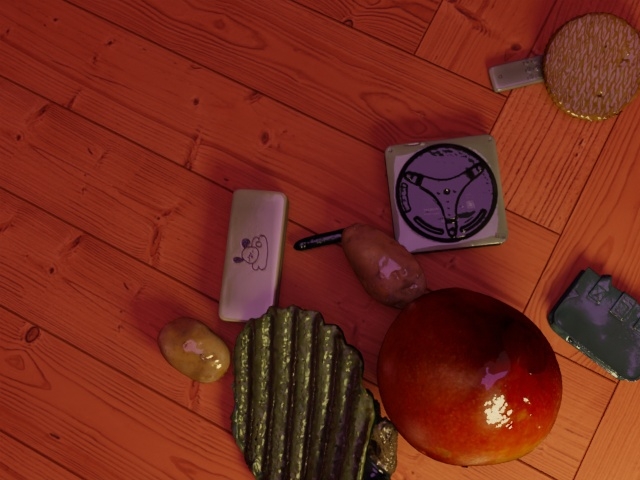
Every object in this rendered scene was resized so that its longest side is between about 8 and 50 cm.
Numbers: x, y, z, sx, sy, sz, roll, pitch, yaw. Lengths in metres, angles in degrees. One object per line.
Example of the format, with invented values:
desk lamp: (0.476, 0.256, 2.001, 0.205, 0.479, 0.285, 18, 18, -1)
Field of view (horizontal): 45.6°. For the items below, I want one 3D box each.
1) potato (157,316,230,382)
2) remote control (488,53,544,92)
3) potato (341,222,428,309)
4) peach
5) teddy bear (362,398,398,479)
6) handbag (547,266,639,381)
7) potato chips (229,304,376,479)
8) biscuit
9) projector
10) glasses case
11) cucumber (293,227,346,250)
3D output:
potato: (-0.285, 0.248, 1.728, 0.178, 0.109, 0.118, 35, 63, 4)
remote control: (0.534, -0.413, 1.814, 0.261, 0.029, 0.067, -13, 80, 2)
potato: (0.135, 0.059, 1.695, 0.128, 0.161, 0.234, -33, 87, -27)
peach: (0.301, 0.276, 1.534, 0.388, 0.388, 0.388, -1, 80, 5)
teddy bear: (0.105, 0.479, 1.653, 0.129, 0.182, 0.251, 22, 96, -31)
handbag: (0.641, 0.184, 1.690, 0.229, 0.062, 0.179, 37, 82, 10)
potato chips: (-0.044, 0.355, 1.642, 0.358, 0.070, 0.429, 2, 88, 29)
biscuit: (0.639, -0.407, 1.777, 0.254, 0.035, 0.254, 0, 95, 0)
projector: (0.288, -0.106, 1.756, 0.257, 0.079, 0.259, -7, 81, 3)
glasses case: (-0.153, 0.038, 1.772, 0.131, 0.070, 0.312, 5, 80, 6)
cucumber: (0.000, 0.000, 1.786, 0.133, 0.032, 0.032, -14, 79, 3)
